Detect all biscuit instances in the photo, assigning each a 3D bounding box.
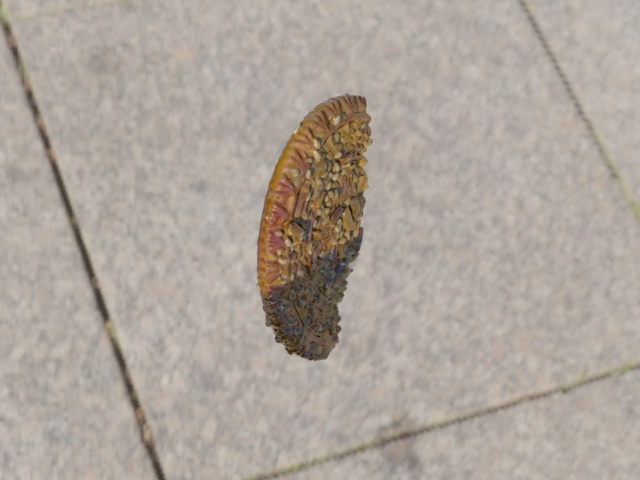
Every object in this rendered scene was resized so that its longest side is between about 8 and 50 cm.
[{"bbox_3d":[-0.005,-0.007,1.154,0.025,0.206,0.126,12,9,30],"label":"biscuit"}]
